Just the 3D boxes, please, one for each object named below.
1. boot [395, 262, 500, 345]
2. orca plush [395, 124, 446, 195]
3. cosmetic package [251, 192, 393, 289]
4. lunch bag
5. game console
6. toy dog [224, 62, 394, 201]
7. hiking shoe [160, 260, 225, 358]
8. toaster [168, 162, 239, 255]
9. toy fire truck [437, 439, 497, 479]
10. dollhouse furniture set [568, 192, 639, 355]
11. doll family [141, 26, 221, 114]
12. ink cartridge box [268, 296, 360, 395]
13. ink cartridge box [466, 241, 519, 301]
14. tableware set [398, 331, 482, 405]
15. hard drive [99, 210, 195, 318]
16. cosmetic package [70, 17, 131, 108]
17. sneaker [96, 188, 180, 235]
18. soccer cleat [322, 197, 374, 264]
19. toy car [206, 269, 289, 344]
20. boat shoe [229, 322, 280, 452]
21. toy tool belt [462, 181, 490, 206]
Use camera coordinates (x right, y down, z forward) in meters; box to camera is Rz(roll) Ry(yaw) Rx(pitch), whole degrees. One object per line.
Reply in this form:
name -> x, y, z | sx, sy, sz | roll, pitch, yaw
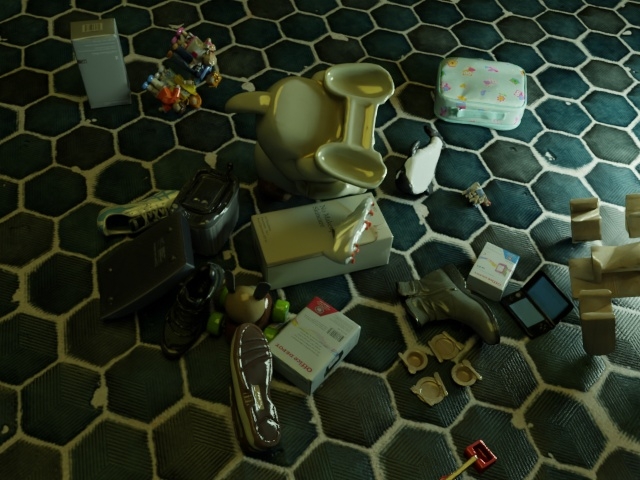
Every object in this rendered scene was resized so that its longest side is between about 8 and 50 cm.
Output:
boot -> 0.283, 0.168, 1.518 | 0.161, 0.084, 0.247 | -21, 48, -14
orca plush -> 0.248, -0.213, 1.813 | 0.102, 0.151, 0.287 | -6, 46, 33
cosmetic package -> 0.000, 0.000, 1.607 | 0.309, 0.113, 0.160 | -13, 52, -13
lunch bag -> 0.475, -0.441, 2.012 | 0.279, 0.108, 0.224 | 7, 55, 4
game console -> 0.499, 0.147, 1.545 | 0.107, 0.071, 0.122 | -20, 54, -20
toy dog -> -0.044, -0.220, 1.619 | 0.395, 0.408, 0.285 | 0, 81, -14
hiking shoe -> -0.287, 0.144, 1.424 | 0.086, 0.114, 0.227 | 24, 83, 8
toaster -> -0.274, -0.072, 1.624 | 0.129, 0.147, 0.227 | 17, 52, 9
toy fire truck -> 0.227, 0.457, 1.223 | 0.192, 0.135, 0.047 | -26, 56, -24
dollhouse furniture set -> 0.794, 0.101, 1.556 | 0.393, 0.257, 0.362 | -5, 46, 19
doll family -> -0.382, -0.483, 1.942 | 0.163, 0.263, 0.118 | 38, 20, -4
ink cartridge box -> -0.017, 0.226, 1.440 | 0.127, 0.072, 0.175 | 33, 56, 22
ink cartridge box -> 0.415, 0.076, 1.611 | 0.088, 0.052, 0.122 | 26, 54, 17
tableware set -> 0.257, 0.276, 1.453 | 0.168, 0.020, 0.141 | -20, 55, -20
hard drive -> -0.387, 0.062, 1.487 | 0.254, 0.054, 0.172 | -31, 49, 18
cosmetic package -> -0.625, -0.504, 1.906 | 0.127, 0.238, 0.107 | -11, 49, -9
sneaker -> -0.430, -0.062, 1.643 | 0.237, 0.085, 0.086 | -17, 42, -10
soccer cleat -> 0.068, -0.031, 1.524 | 0.076, 0.068, 0.196 | 17, 55, 13
toy car -> -0.157, 0.129, 1.437 | 0.154, 0.188, 0.149 | 14, 51, 8
boat shoe -> -0.152, 0.298, 1.342 | 0.095, 0.095, 0.258 | 14, 53, -35
toy tool belt -> 0.415, -0.113, 1.778 | 0.051, 0.052, 0.083 | -30, 48, 12
